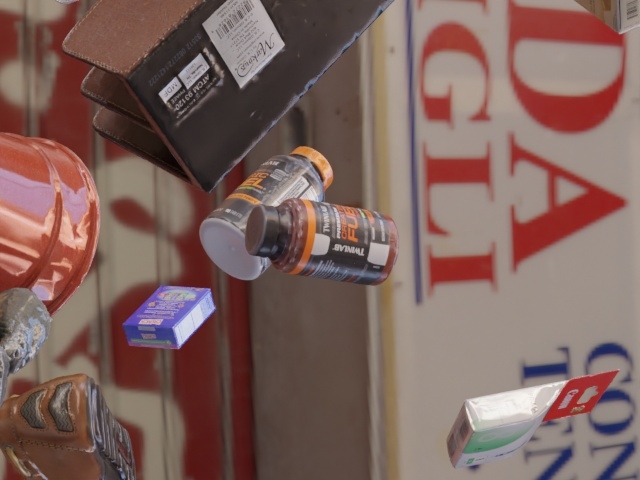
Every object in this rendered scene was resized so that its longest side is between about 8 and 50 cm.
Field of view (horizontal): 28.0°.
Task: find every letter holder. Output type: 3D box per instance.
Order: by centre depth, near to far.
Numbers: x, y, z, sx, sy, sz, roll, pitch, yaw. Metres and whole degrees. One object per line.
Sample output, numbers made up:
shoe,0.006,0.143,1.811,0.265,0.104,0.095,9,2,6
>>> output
letter holder,-0.099,-0.227,1.201,0.214,0.302,0.152,28,-21,44

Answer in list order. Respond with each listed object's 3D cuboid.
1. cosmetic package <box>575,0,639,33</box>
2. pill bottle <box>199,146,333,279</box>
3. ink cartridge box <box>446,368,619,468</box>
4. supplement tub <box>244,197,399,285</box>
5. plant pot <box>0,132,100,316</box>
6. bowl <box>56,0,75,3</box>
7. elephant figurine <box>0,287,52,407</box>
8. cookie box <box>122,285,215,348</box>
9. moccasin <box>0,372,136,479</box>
cosmetic package,0.361,-0.313,1.615,0.115,0.041,0.060,-126,-162,-51
pill bottle,-0.080,-0.055,2.136,0.130,0.245,0.130,26,-39,23
ink cartridge box,0.299,0.254,1.800,0.181,0.225,0.056,97,-16,-63
supplement tub,0.000,0.000,1.745,0.106,0.198,0.106,-31,-125,58
plant pot,-0.461,-0.039,1.586,0.273,0.265,0.272,-7,-107,24
bowl,-0.304,-0.388,1.644,0.142,0.053,0.142,-22,-86,28
elephant figurine,-0.261,0.076,0.843,0.240,0.169,0.185,4,-69,35
cookie box,-0.218,0.110,1.855,0.092,0.107,0.040,2,-60,30
moccasin,-0.304,0.282,1.541,0.380,0.147,0.139,84,-2,-65
